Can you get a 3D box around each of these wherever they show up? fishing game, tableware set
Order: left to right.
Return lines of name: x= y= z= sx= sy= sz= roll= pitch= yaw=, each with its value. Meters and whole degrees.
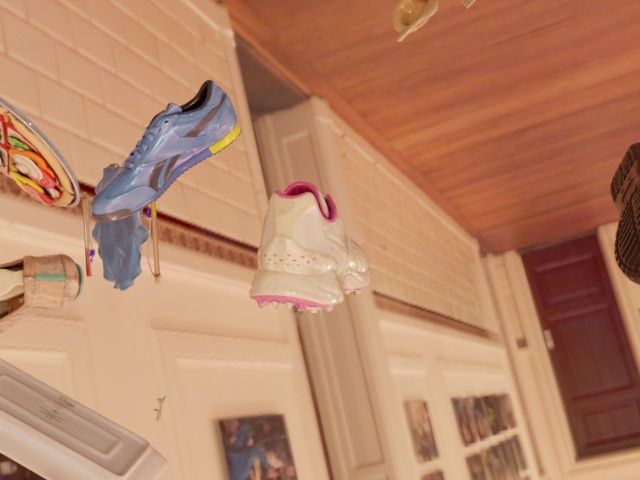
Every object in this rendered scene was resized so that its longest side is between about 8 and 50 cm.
fishing game: x=-0.289 y=-0.021 z=1.236 sx=0.041 sy=0.189 sz=0.264 roll=-4 pitch=179 yaw=-36
tableware set: x=0.120 y=-0.291 z=0.892 sx=0.020 sy=0.169 sz=0.141 roll=24 pitch=131 yaw=-40

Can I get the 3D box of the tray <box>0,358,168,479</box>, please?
tray: x=-0.305 y=0.206 z=0.950 sx=0.270 sy=0.030 sz=0.145 roll=29 pitch=-168 yaw=3

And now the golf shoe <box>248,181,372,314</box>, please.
golf shoe: x=0.000 y=0.000 z=1.000 sx=0.115 sy=0.140 sz=0.306 roll=2 pitch=-175 yaw=10

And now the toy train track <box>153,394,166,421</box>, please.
toy train track: x=-0.322 y=0.335 z=1.670 sx=0.014 sy=0.048 sz=0.083 roll=18 pitch=140 yaw=0

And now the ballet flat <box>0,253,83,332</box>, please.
ballet flat: x=-0.479 y=0.076 z=1.245 sx=0.316 sy=0.108 sz=0.106 roll=-21 pitch=164 yaw=38

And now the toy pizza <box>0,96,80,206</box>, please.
toy pizza: x=-0.380 y=-0.107 z=1.031 sx=0.032 sy=0.201 sz=0.201 roll=-52 pitch=-176 yaw=-26

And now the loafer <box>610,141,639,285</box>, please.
loafer: x=0.328 y=-0.026 z=0.794 sx=0.078 sy=0.220 sz=0.080 roll=19 pitch=125 yaw=3

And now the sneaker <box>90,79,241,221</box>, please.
sneaker: x=-0.187 y=-0.106 z=0.963 sx=0.209 sy=0.082 sz=0.069 roll=-40 pitch=-143 yaw=-19
